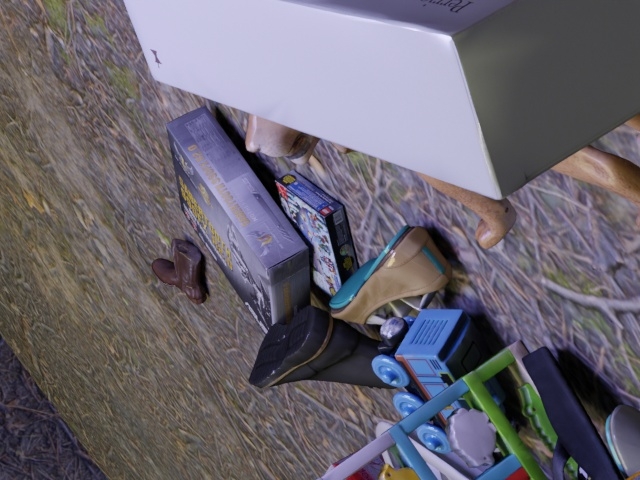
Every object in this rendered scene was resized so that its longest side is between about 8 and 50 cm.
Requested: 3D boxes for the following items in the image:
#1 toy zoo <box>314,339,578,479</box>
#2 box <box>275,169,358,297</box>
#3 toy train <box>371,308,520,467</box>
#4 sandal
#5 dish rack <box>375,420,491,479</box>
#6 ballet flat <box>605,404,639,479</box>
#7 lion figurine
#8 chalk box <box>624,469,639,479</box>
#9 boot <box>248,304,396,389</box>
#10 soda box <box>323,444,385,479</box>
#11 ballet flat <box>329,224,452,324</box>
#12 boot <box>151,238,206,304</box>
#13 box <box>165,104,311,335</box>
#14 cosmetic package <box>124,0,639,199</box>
[{"bbox_3d":[0.118,0.245,1.388,0.192,0.293,0.030,55,159,4],"label":"toy zoo"},{"bbox_3d":[0.000,0.000,1.678,0.094,0.027,0.137,38,152,45],"label":"box"},{"bbox_3d":[0.126,0.144,1.508,0.105,0.080,0.184,0,133,44],"label":"toy train"},{"bbox_3d":[0.224,0.201,1.305,0.097,0.054,0.254,53,-170,-42],"label":"sandal"},{"bbox_3d":[0.198,0.343,1.663,0.285,0.072,0.333,29,145,50],"label":"dish rack"},{"bbox_3d":[0.311,0.219,1.264,0.068,0.072,0.213,-23,100,41],"label":"ballet flat"},{"bbox_3d":[0.100,-0.108,1.070,0.240,0.142,0.392,41,156,-17],"label":"lion figurine"},{"bbox_3d":[0.340,0.255,1.073,0.289,0.179,0.180,52,158,11],"label":"chalk box"},{"bbox_3d":[0.011,0.141,1.707,0.137,0.077,0.198,22,160,-17],"label":"boot"},{"bbox_3d":[0.016,0.374,1.956,0.092,0.083,0.263,48,132,21],"label":"soda box"},{"bbox_3d":[0.068,0.051,1.538,0.073,0.080,0.232,41,160,-1],"label":"ballet flat"},{"bbox_3d":[-0.201,0.027,2.152,0.106,0.037,0.114,32,153,24],"label":"boot"},{"bbox_3d":[-0.092,-0.015,1.776,0.231,0.056,0.183,54,164,26],"label":"box"},{"bbox_3d":[0.085,-0.163,0.897,0.377,0.284,0.097,24,141,55],"label":"cosmetic package"}]
